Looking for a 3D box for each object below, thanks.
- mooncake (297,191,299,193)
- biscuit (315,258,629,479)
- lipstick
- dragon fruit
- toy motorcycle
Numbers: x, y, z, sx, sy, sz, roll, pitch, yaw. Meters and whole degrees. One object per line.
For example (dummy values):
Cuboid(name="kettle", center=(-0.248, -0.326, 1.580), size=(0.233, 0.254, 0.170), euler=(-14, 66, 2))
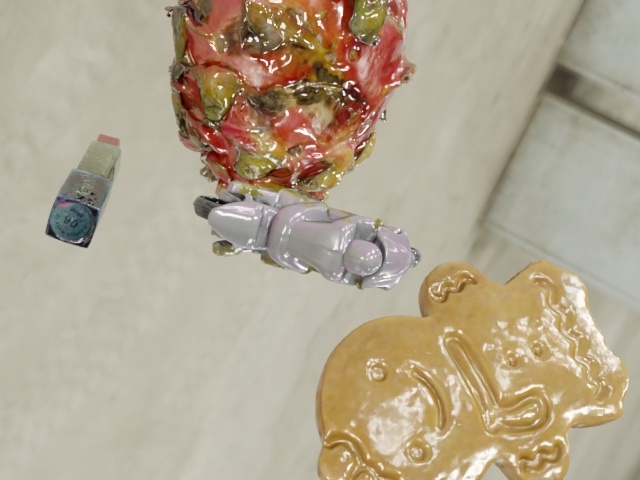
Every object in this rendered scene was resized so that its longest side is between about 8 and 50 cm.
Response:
Cuboid(name="mooncake", center=(-0.060, -0.139, 2.197), size=(0.235, 0.117, 0.234), euler=(19, 90, -76))
Cuboid(name="biscuit", center=(0.079, 0.075, 0.784), size=(0.184, 0.133, 0.027), euler=(-8, 161, -16))
Cuboid(name="lipstick", center=(-0.257, -0.070, 1.645), size=(0.312, 0.051, 0.051), euler=(-89, -163, -71))
Cuboid(name="dragon fruit", center=(-0.033, -0.167, 1.707), size=(0.314, 0.296, 0.262), euler=(-35, 126, -81))
Cuboid(name="toy motorcycle", center=(0.000, 0.000, 1.307), size=(0.152, 0.225, 0.073), euler=(-147, -109, -72))
